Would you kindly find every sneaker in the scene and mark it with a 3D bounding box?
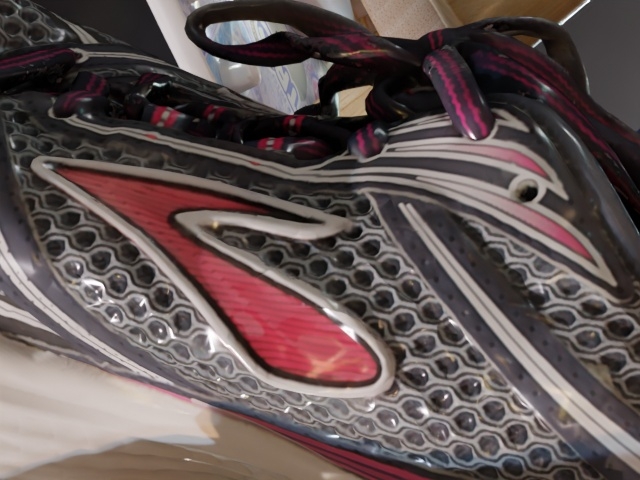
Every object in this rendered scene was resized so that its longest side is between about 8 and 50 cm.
[{"bbox_3d":[0.000,0.000,0.371,0.121,0.299,0.112,-41,-23,-61],"label":"sneaker"}]

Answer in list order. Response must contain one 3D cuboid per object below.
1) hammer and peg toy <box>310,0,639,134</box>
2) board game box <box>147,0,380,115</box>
[{"bbox_3d":[0.155,0.057,0.695,0.127,0.266,0.361,-41,-53,14],"label":"hammer and peg toy"},{"bbox_3d":[-0.006,-0.149,0.862,0.390,0.050,0.390,-81,-30,-60],"label":"board game box"}]
